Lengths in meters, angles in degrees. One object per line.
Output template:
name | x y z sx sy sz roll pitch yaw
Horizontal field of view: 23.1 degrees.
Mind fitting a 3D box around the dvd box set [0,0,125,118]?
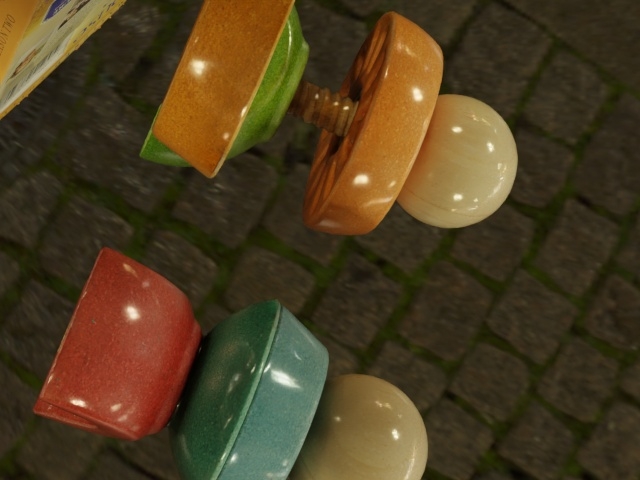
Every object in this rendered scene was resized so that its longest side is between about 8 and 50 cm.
dvd box set | -0.151 -0.252 1.183 0.062 0.420 0.307 44 67 -5

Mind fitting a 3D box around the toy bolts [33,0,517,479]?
toy bolts | 0.000 0.000 0.624 0.158 0.218 0.228 23 82 -8
